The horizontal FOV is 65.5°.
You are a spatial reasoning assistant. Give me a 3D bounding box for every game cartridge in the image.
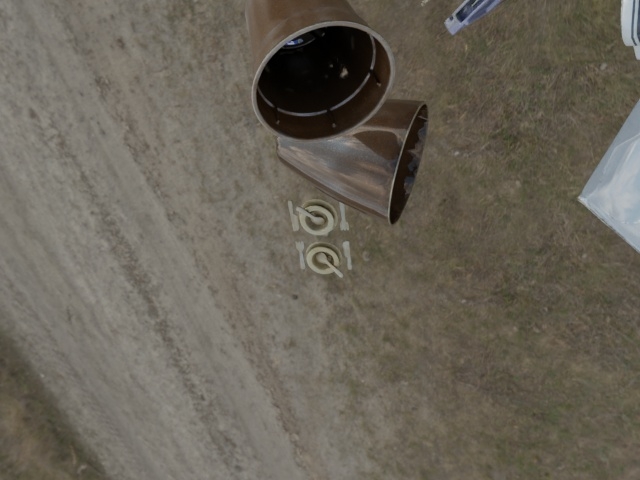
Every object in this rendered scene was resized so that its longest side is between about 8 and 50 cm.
[{"bbox_3d":[0.505,-0.689,1.289,0.068,0.230,0.355,58,157,-1],"label":"game cartridge"}]

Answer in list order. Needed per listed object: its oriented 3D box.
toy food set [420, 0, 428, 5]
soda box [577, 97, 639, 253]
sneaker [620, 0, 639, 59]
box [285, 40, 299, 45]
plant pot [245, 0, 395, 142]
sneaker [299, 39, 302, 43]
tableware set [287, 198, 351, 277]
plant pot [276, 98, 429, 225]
[{"bbox_3d":[0.327,-0.683,1.361,0.122,0.078,0.019,-36,111,20],"label":"toy food set"},{"bbox_3d":[0.251,0.028,0.191,0.098,0.091,0.286,101,150,-42],"label":"soda box"},{"bbox_3d":[0.734,-0.475,1.067,0.127,0.321,0.126,6,99,40],"label":"sneaker"},{"bbox_3d":[-0.072,-0.450,1.239,0.054,0.169,0.059,-10,156,2],"label":"box"},{"bbox_3d":[-0.015,-0.237,0.604,0.167,0.165,0.167,-12,148,-8],"label":"plant pot"},{"bbox_3d":[-0.095,-0.557,1.379,0.221,0.087,0.083,38,153,18],"label":"sneaker"},{"bbox_3d":[0.000,0.000,1.109,0.128,0.039,0.194,-1,123,13],"label":"tableware set"},{"bbox_3d":[0.048,-0.160,0.878,0.230,0.215,0.215,17,128,17],"label":"plant pot"}]
